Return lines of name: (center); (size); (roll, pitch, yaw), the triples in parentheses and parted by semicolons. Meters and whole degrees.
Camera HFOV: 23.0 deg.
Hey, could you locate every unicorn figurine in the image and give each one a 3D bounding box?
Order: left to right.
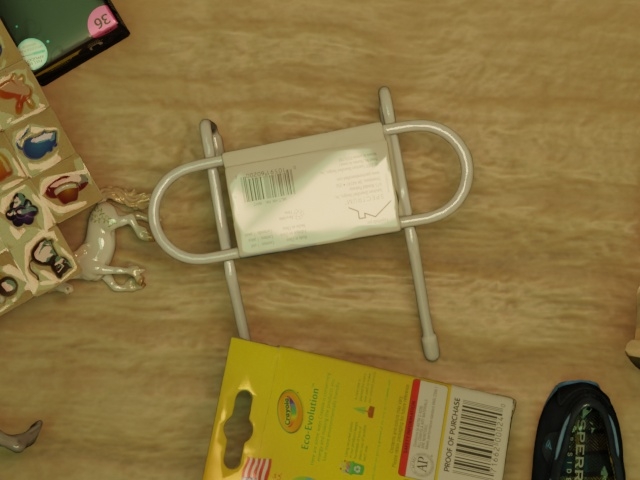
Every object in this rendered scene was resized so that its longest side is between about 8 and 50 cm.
unicorn figurine: (-0.244, 0.015, 1.753); (0.111, 0.060, 0.162); (17, 74, 2)

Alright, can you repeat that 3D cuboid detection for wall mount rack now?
wall mount rack: (0.000, 0.000, 1.714); (0.350, 0.130, 0.304); (-10, 87, 2)

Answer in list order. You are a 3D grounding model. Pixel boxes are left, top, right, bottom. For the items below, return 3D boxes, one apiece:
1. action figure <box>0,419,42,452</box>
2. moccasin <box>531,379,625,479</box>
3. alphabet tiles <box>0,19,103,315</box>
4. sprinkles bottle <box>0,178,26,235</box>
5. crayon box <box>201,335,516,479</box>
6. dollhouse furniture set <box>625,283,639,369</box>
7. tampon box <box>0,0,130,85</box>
action figure: (-0.465, 0.168, 1.674); (0.330, 0.178, 0.341); (34, 111, -16)
moccasin: (0.274, 0.327, 1.707); (0.137, 0.117, 0.342); (-7, 91, 1)
alphabet tiles: (-0.407, -0.074, 1.644); (0.285, 0.011, 0.342); (-30, 91, -12)
sprinkles bottle: (-0.404, -0.164, 1.720); (0.121, 0.121, 0.355); (-21, 89, 1)
crayon box: (0.034, 0.234, 1.679); (0.318, 0.081, 0.202); (14, 70, -8)
dollhouse furniture set: (0.557, -0.003, 1.670); (0.394, 0.256, 0.362); (10, 82, 20)
tampon box: (-0.304, -0.270, 1.726); (0.120, 0.101, 0.161); (-31, 89, 1)
